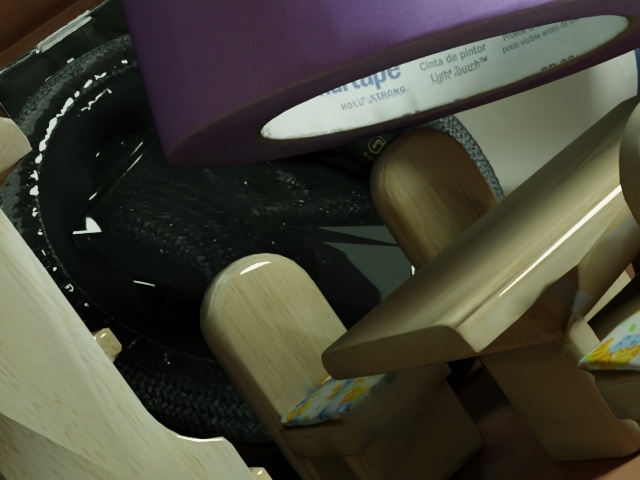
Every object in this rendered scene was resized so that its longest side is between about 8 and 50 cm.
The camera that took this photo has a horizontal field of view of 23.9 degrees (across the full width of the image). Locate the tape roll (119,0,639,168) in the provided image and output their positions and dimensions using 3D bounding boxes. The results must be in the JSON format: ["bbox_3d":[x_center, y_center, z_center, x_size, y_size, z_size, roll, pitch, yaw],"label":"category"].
[{"bbox_3d":[0.047,-0.115,0.718,0.274,0.090,0.275,-17,-4,-1],"label":"tape roll"}]

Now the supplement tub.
[{"bbox_3d":[0.196,-0.191,1.264,0.228,0.228,0.316,-29,10,40],"label":"supplement tub"}]

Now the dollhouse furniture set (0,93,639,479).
[{"bbox_3d":[0.024,0.007,0.620,0.394,0.256,0.362,-38,8,-27],"label":"dollhouse furniture set"}]

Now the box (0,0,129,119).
[{"bbox_3d":[-0.046,-0.057,1.108,0.257,0.322,0.079,-35,8,1],"label":"box"}]

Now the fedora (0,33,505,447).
[{"bbox_3d":[-0.049,0.015,0.976,0.334,0.334,0.152,-38,-24,-24],"label":"fedora"}]

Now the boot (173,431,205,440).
[{"bbox_3d":[-0.235,0.175,0.980,0.260,0.131,0.348,-20,8,18],"label":"boot"}]
